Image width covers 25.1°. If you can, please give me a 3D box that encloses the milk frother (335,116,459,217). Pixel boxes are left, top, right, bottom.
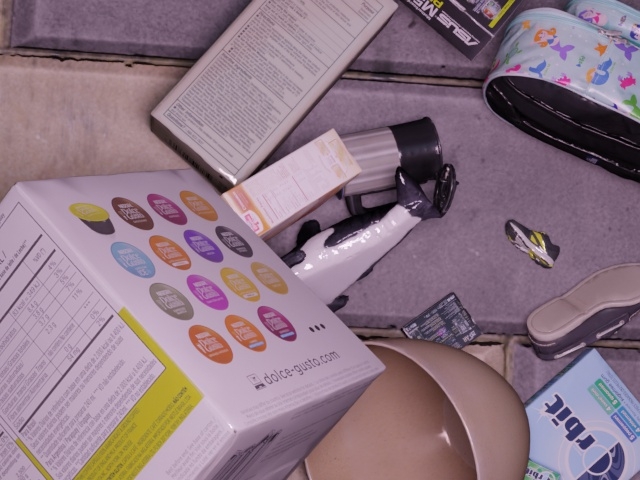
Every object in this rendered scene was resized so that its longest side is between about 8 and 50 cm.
[{"bbox_3d":[0.090,-0.083,1.793,0.135,0.143,0.129,-12,93,-11],"label":"milk frother"}]

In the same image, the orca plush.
[{"bbox_3d":[0.000,0.000,1.781,0.287,0.151,0.102,-45,52,23],"label":"orca plush"}]

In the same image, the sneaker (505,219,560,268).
[{"bbox_3d":[0.276,0.000,1.868,0.083,0.031,0.035,44,67,-5],"label":"sneaker"}]

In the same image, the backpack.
[{"bbox_3d":[0.337,-0.196,1.798,0.253,0.225,0.191,18,79,5],"label":"backpack"}]

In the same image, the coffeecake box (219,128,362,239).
[{"bbox_3d":[-0.062,-0.044,1.738,0.185,0.142,0.068,-33,88,-34],"label":"coffeecake box"}]

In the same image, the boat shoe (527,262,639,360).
[{"bbox_3d":[0.360,0.093,1.862,0.206,0.075,0.065,-24,130,-14],"label":"boat shoe"}]

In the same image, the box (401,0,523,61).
[{"bbox_3d":[0.184,-0.383,1.823,0.216,0.060,0.270,40,54,-2],"label":"box"}]

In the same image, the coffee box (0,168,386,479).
[{"bbox_3d":[-0.209,0.158,1.513,0.334,0.338,0.338,46,112,16],"label":"coffee box"}]

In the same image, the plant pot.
[{"bbox_3d":[0.141,0.240,1.727,0.191,0.284,0.284,-13,85,-43],"label":"plant pot"}]

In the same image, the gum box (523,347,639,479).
[{"bbox_3d":[0.327,0.256,1.839,0.184,0.041,0.157,-40,90,-10],"label":"gum box"}]

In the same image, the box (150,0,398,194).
[{"bbox_3d":[-0.059,-0.215,1.799,0.148,0.121,0.311,42,81,-1],"label":"box"}]

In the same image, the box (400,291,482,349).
[{"bbox_3d":[0.155,0.116,1.843,0.083,0.018,0.067,-36,89,-9],"label":"box"}]
